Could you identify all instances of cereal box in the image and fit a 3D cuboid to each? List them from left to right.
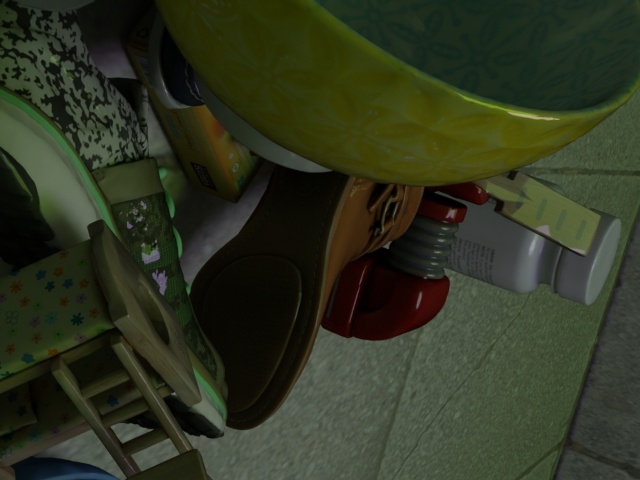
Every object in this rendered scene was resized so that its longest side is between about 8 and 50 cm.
[{"bbox_3d":[-0.040,-0.171,0.869,0.240,0.047,0.173,-59,153,-23],"label":"cereal box"}]

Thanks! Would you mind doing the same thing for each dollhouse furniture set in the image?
[{"bbox_3d":[-0.146,0.106,0.521,0.182,0.161,0.101,-24,143,2],"label":"dollhouse furniture set"}]

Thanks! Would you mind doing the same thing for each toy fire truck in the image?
[{"bbox_3d":[0.110,-0.005,1.077,0.158,0.246,0.217,-7,115,-64],"label":"toy fire truck"}]

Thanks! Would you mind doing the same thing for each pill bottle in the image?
[{"bbox_3d":[0.210,-0.013,1.310,0.131,0.229,0.131,-46,147,-42],"label":"pill bottle"}]

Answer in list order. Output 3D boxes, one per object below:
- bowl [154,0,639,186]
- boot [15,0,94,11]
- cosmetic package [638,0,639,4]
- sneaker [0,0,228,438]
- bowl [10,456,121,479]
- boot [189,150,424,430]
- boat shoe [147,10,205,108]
[{"bbox_3d":[0.015,-0.127,0.632,0.289,0.289,0.156,-40,173,-49],"label":"bowl"},{"bbox_3d":[-0.173,-0.225,0.513,0.258,0.095,0.123,52,28,-48],"label":"boot"},{"bbox_3d":[0.307,-0.371,1.036,0.327,0.394,0.329,-4,113,-65],"label":"cosmetic package"},{"bbox_3d":[-0.126,-0.007,0.711,0.410,0.158,0.182,75,30,-58],"label":"sneaker"},{"bbox_3d":[-0.252,0.318,0.759,0.391,0.077,0.391,-47,148,-43],"label":"bowl"},{"bbox_3d":[0.000,0.000,0.928,0.220,0.109,0.283,-6,105,-65],"label":"boot"},{"bbox_3d":[-0.015,-0.165,0.774,0.254,0.079,0.095,-46,142,-41],"label":"boat shoe"}]
